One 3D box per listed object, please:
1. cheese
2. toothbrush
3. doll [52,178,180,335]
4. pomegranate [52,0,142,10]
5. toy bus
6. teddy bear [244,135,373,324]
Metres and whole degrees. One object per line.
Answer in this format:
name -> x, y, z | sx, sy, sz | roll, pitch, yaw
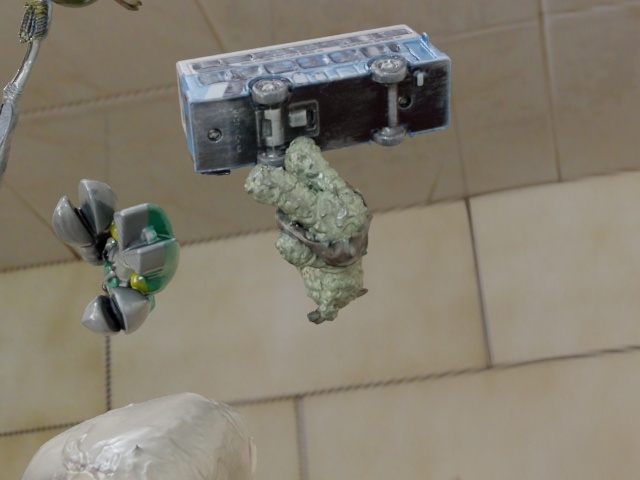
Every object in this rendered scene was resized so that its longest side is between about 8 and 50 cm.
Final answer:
cheese -> -0.163, 0.223, 1.124 | 0.189, 0.198, 0.154 | -8, 100, 22
toothbrush -> -0.433, -0.166, 1.803 | 0.035, 0.413, 0.042 | 42, 40, 18
doll -> -0.255, 0.048, 1.673 | 0.153, 0.258, 0.195 | -23, 50, -21
pomegranate -> -0.265, -0.313, 1.504 | 0.142, 0.114, 0.115 | 30, 71, -23
toy bus -> -0.010, -0.161, 1.467 | 0.297, 0.106, 0.131 | -12, 34, -14
teddy bear -> 0.013, -0.005, 1.390 | 0.111, 0.213, 0.133 | 1, 32, 40
